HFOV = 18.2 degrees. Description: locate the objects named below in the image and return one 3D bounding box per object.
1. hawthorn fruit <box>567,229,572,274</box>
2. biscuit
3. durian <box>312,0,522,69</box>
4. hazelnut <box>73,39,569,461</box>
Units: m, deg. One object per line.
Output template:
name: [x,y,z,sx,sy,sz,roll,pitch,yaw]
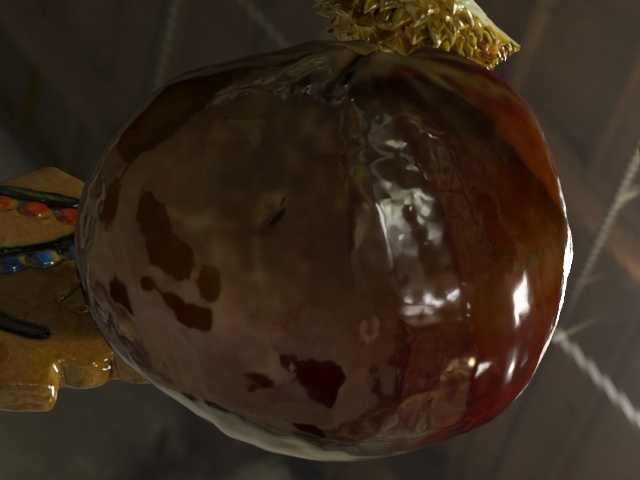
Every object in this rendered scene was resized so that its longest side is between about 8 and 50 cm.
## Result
hawthorn fruit: [0.088,0.010,1.783,0.258,0.262,0.258,39,-22,19]
biscuit: [-0.245,0.028,1.658,0.301,0.278,0.043,-97,-172,-52]
durian: [0.062,-0.229,1.885,0.138,0.183,0.250,-35,-78,17]
hazelnut: [0.000,0.000,1.010,0.251,0.217,0.217,3,-60,5]
